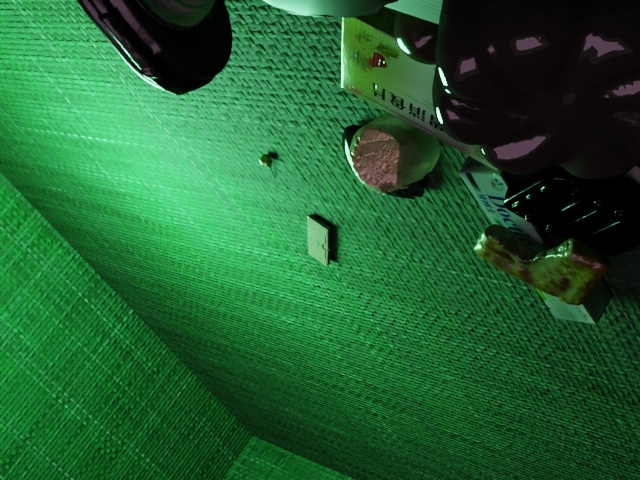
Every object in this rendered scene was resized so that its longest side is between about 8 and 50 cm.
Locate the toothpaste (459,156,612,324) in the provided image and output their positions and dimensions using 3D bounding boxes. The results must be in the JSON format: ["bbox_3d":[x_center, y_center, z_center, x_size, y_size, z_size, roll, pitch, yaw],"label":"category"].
[{"bbox_3d":[0.321,-0.006,1.634,0.081,0.067,0.336,5,143,47],"label":"toothpaste"}]

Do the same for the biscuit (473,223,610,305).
[{"bbox_3d":[0.307,0.023,1.559,0.183,0.039,0.174,28,163,12],"label":"biscuit"}]

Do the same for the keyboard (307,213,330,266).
[{"bbox_3d":[0.000,0.000,2.189,0.055,0.017,0.166,35,159,16],"label":"keyboard"}]

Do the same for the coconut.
[{"bbox_3d":[0.110,-0.131,1.629,0.116,0.122,0.116,11,113,27],"label":"coconut"}]

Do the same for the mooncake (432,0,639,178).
[{"bbox_3d":[0.263,-0.183,1.121,0.306,0.154,0.306,9,152,5],"label":"mooncake"}]

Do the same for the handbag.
[{"bbox_3d":[-0.236,-0.347,1.547,0.093,0.254,0.308,-22,125,25],"label":"handbag"}]

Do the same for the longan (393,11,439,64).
[{"bbox_3d":[0.142,-0.258,1.331,0.113,0.113,0.092,12,124,46],"label":"longan"}]

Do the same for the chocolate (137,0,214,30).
[{"bbox_3d":[-0.160,-0.400,1.453,0.147,0.221,0.221,-20,125,33],"label":"chocolate"}]

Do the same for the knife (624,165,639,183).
[{"bbox_3d":[0.402,-0.086,1.416,0.297,0.017,0.047,28,159,10],"label":"knife"}]

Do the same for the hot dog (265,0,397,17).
[{"bbox_3d":[-0.018,-0.335,1.148,0.326,0.107,0.194,23,156,35],"label":"hot dog"}]

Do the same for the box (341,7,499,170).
[{"bbox_3d":[0.149,-0.214,1.469,0.260,0.062,0.175,29,157,14],"label":"box"}]

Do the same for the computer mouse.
[{"bbox_3d":[0.095,-0.114,1.757,0.172,0.057,0.099,42,150,-18],"label":"computer mouse"}]

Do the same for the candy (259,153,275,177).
[{"bbox_3d":[-0.094,-0.134,2.053,0.025,0.023,0.083,11,158,18],"label":"candy"}]

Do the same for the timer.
[{"bbox_3d":[0.355,-0.046,1.476,0.187,0.055,0.144,24,158,-15],"label":"timer"}]

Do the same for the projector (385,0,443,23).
[{"bbox_3d":[0.100,-0.346,1.229,0.256,0.099,0.192,24,154,26],"label":"projector"}]
